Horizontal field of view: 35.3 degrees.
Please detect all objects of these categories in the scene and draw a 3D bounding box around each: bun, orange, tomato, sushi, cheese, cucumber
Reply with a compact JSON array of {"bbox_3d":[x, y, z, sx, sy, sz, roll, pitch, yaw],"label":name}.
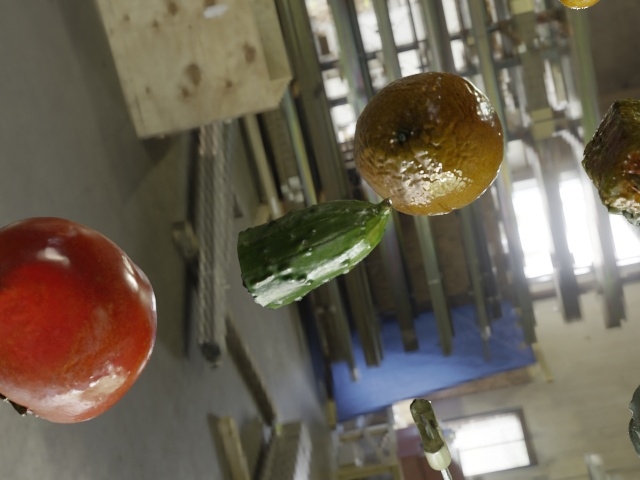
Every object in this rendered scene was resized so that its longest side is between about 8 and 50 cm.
[{"bbox_3d":[0.476,0.258,1.407,0.140,0.083,0.141,21,62,-45],"label":"bun"},{"bbox_3d":[0.226,-0.207,2.156,0.357,0.322,0.322,-6,83,-66],"label":"orange"},{"bbox_3d":[-0.410,0.117,1.533,0.325,0.290,0.293,38,-11,1],"label":"tomato"},{"bbox_3d":[0.464,-0.093,1.382,0.274,0.184,0.139,-69,-174,-62],"label":"sushi"},{"bbox_3d":[0.247,0.450,2.099,0.127,0.049,0.235,-106,175,-59],"label":"cheese"},{"bbox_3d":[0.002,0.002,1.458,0.134,0.244,0.134,47,28,-34],"label":"cucumber"}]

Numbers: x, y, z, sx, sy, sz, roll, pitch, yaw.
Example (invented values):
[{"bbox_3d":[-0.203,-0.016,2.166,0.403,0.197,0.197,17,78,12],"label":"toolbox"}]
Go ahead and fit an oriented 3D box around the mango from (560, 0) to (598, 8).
[{"bbox_3d":[0.423,-0.428,1.573,0.115,0.089,0.165,-56,178,-19],"label":"mango"}]
